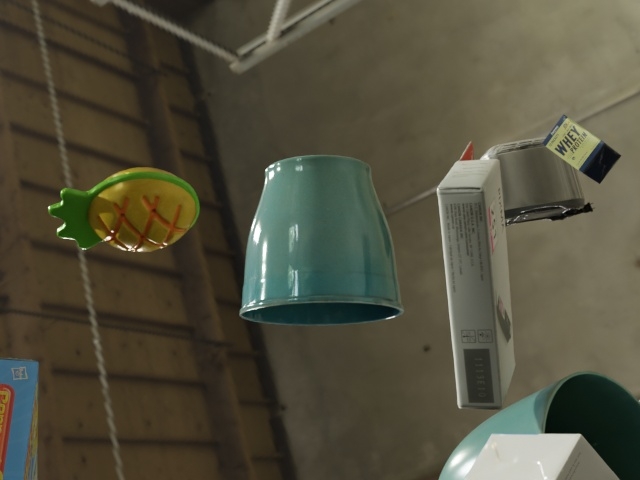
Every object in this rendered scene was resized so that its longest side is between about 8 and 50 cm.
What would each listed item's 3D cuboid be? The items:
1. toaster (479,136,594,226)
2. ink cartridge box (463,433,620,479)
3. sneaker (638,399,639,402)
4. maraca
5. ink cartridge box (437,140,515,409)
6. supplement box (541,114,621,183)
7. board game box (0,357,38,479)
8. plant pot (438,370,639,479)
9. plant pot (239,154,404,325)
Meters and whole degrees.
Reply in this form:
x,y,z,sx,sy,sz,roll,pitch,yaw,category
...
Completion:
x,y,z,sx,sy,sz,roll,pitch,yaw,category
0.399,-0.109,2.042,0.129,0.227,0.146,99,162,-79,toaster
0.214,0.239,0.890,0.180,0.104,0.060,49,-121,-19,ink cartridge box
0.563,0.338,1.662,0.275,0.107,0.110,57,-150,-15,sneaker
-0.246,-0.036,1.366,0.099,0.186,0.127,-100,3,-46,maraca
0.203,0.033,1.329,0.239,0.060,0.275,-47,-48,-64,ink cartridge box
0.399,-0.139,1.649,0.083,0.056,0.083,43,-166,32,supplement box
-0.378,0.338,1.218,0.086,0.302,0.308,5,-128,-11,board game box
0.292,0.343,1.400,0.293,0.235,0.292,23,-127,-34,plant pot
0.000,0.000,1.812,0.272,0.272,0.255,18,-112,-55,plant pot
